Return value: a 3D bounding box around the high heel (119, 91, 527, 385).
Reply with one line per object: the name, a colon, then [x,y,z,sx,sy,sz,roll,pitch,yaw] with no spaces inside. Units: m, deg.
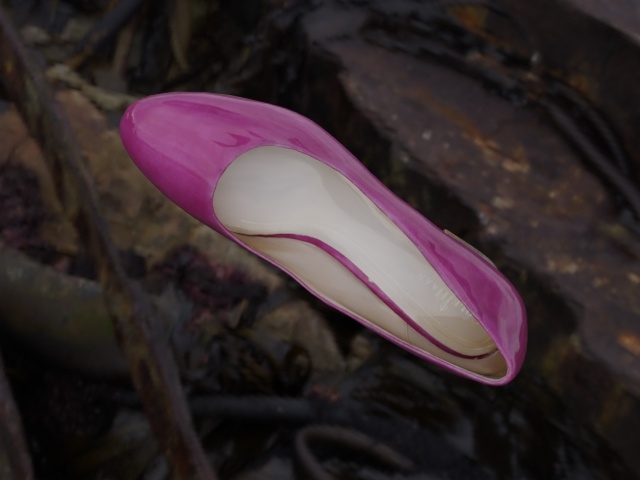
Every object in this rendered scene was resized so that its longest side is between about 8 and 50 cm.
high heel: [0.000,0.000,0.730,0.244,0.082,0.117,32,16,-11]
